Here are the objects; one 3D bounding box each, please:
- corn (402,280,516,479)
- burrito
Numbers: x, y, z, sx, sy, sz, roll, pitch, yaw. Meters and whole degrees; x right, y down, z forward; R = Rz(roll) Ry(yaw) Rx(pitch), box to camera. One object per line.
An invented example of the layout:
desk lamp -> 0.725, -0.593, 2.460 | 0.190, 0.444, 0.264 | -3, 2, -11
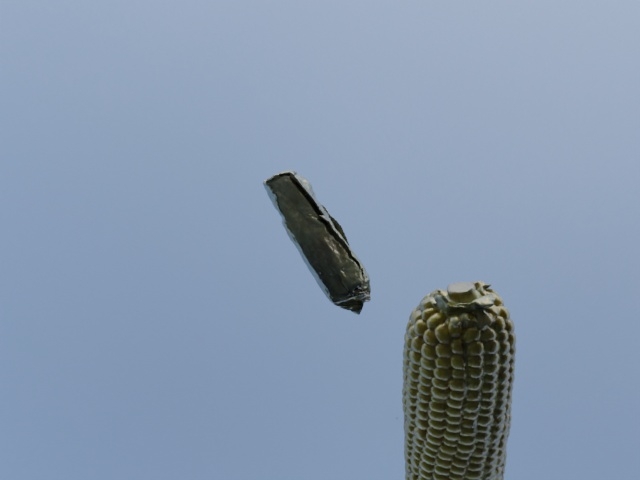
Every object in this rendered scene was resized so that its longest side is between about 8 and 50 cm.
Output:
corn -> 0.169, 0.231, 1.081 | 0.144, 0.144, 0.387 | 2, -67, 6
burrito -> 0.000, 0.000, 0.971 | 0.058, 0.045, 0.188 | -32, -98, -1
